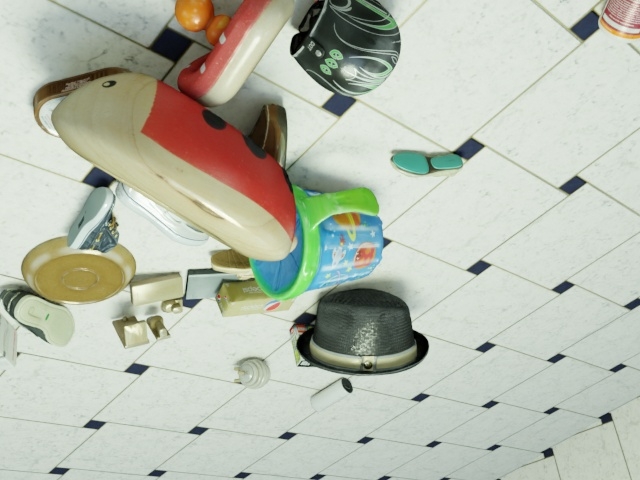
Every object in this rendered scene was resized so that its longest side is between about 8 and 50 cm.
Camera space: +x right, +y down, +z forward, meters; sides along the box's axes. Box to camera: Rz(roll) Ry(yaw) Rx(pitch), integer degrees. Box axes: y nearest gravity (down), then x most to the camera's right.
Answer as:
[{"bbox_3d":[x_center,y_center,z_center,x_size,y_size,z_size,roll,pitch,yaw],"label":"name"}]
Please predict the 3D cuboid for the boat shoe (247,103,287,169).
[{"bbox_3d":[-0.146,-0.111,1.403,0.119,0.123,0.324,9,131,-17],"label":"boat shoe"}]

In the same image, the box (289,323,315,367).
[{"bbox_3d":[0.026,0.282,1.991,0.206,0.114,0.036,7,139,-25],"label":"box"}]

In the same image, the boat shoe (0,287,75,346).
[{"bbox_3d":[-0.626,0.170,1.672,0.079,0.084,0.233,17,159,22],"label":"boat shoe"}]

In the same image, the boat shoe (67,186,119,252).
[{"bbox_3d":[-0.422,-0.039,1.462,0.083,0.065,0.183,13,142,-36],"label":"boat shoe"}]

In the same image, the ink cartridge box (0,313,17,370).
[{"bbox_3d":[-0.729,0.217,1.659,0.056,0.099,0.135,-13,143,-2],"label":"ink cartridge box"}]

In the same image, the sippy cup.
[{"bbox_3d":[0.000,0.000,1.536,0.224,0.305,0.240,-1,99,-35],"label":"sippy cup"}]

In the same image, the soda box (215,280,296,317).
[{"bbox_3d":[-0.149,0.132,1.749,0.181,0.058,0.061,-3,141,-36],"label":"soda box"}]

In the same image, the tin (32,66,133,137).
[{"bbox_3d":[-0.383,-0.226,1.247,0.189,0.040,0.106,-15,148,1],"label":"tin"}]

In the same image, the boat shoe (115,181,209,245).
[{"bbox_3d":[-0.288,-0.060,1.456,0.075,0.083,0.226,-33,139,25],"label":"boat shoe"}]

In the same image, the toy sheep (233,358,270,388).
[{"bbox_3d":[-0.187,0.367,2.057,0.091,0.091,0.132,-33,158,24],"label":"toy sheep"}]

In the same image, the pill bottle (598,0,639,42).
[{"bbox_3d":[0.536,-0.418,1.261,0.086,0.086,0.152,-6,143,-11],"label":"pill bottle"}]

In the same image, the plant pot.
[{"bbox_3d":[-0.514,0.073,1.600,0.236,0.032,0.236,-10,144,-7],"label":"plant pot"}]

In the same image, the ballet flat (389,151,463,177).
[{"bbox_3d":[0.215,-0.147,1.539,0.168,0.057,0.052,0,151,-18],"label":"ballet flat"}]

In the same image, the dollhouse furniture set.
[{"bbox_3d":[-0.400,0.140,1.723,0.144,0.123,0.151,-11,117,-25],"label":"dollhouse furniture set"}]

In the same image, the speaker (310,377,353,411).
[{"bbox_3d":[0.035,0.474,2.298,0.136,0.055,0.055,-37,138,28],"label":"speaker"}]

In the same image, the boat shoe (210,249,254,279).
[{"bbox_3d":[-0.167,0.061,1.675,0.169,0.063,0.059,2,135,-23],"label":"boat shoe"}]

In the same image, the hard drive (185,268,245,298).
[{"bbox_3d":[-0.242,0.099,1.734,0.135,0.022,0.094,-2,142,-17],"label":"hard drive"}]

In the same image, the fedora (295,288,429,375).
[{"bbox_3d":[0.105,0.209,1.859,0.333,0.334,0.153,-4,107,-14],"label":"fedora"}]

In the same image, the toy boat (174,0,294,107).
[{"bbox_3d":[-0.155,-0.318,1.141,0.151,0.151,0.231,36,126,-10],"label":"toy boat"}]

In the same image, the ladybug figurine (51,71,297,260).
[{"bbox_3d":[-0.204,-0.119,1.208,0.449,0.305,0.162,34,83,-30],"label":"ladybug figurine"}]

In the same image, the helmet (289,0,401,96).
[{"bbox_3d":[0.048,-0.310,1.189,0.161,0.169,0.169,25,130,-19],"label":"helmet"}]
